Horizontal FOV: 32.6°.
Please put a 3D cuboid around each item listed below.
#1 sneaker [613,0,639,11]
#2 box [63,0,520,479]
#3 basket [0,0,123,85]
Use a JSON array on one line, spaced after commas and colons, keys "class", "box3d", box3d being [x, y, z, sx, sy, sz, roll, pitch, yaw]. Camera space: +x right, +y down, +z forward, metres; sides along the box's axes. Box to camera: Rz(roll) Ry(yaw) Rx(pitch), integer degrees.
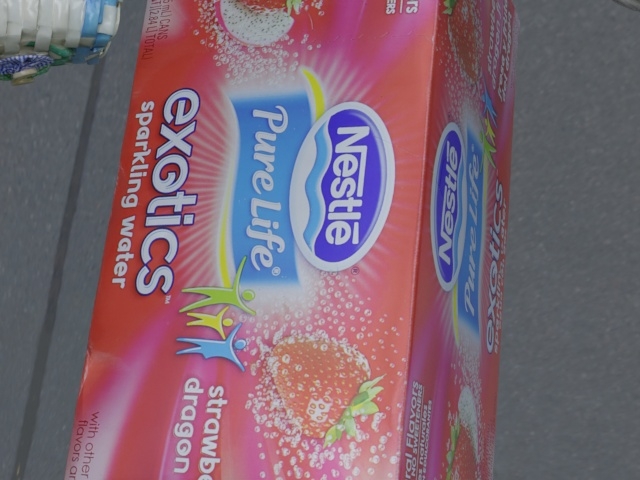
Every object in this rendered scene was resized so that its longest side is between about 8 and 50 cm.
[{"class": "sneaker", "box3d": [0.167, -0.085, 0.300, 0.085, 0.086, 0.237, -37, 44, -21]}, {"class": "box", "box3d": [0.000, 0.000, 0.436, 0.128, 0.122, 0.257, -1, 71, 22]}, {"class": "basket", "box3d": [-0.318, -0.245, 0.965, 0.288, 0.255, 0.201, 10, 90, -14]}]
